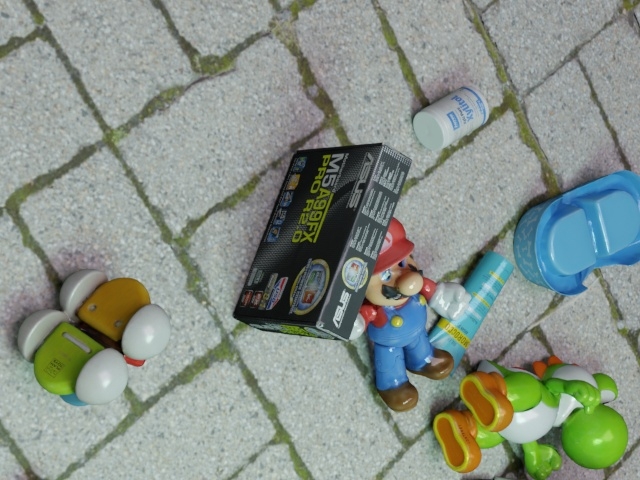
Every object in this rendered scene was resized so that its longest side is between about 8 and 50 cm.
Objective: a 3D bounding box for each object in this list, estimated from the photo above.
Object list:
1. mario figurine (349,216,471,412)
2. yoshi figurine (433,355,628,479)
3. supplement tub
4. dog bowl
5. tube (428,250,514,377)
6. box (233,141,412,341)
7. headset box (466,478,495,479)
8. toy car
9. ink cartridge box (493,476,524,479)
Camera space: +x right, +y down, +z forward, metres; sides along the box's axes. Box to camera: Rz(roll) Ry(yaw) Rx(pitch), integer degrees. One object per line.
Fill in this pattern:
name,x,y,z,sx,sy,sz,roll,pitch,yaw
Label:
mario figurine,0.119,0.106,1.847,0.198,0.170,0.320,-75,152,-50
yoshi figurine,0.371,0.297,2.043,0.362,0.204,0.203,-2,94,-39
supplement tub,0.206,-0.192,1.998,0.107,0.071,0.071,-33,108,-31
dog bowl,0.446,-0.014,2.165,0.297,0.074,0.165,-24,104,-33
tube,0.235,0.113,2.039,0.080,0.052,0.207,39,75,-18
box,0.000,0.000,1.768,0.060,0.216,0.270,28,75,-31
headset box,0.269,0.422,2.036,0.062,0.083,0.032,4,128,-35
toy car,-0.283,0.138,1.633,0.182,0.159,0.136,-48,151,-25
ink cartridge box,0.403,0.484,2.038,0.171,0.233,0.168,15,82,-34
